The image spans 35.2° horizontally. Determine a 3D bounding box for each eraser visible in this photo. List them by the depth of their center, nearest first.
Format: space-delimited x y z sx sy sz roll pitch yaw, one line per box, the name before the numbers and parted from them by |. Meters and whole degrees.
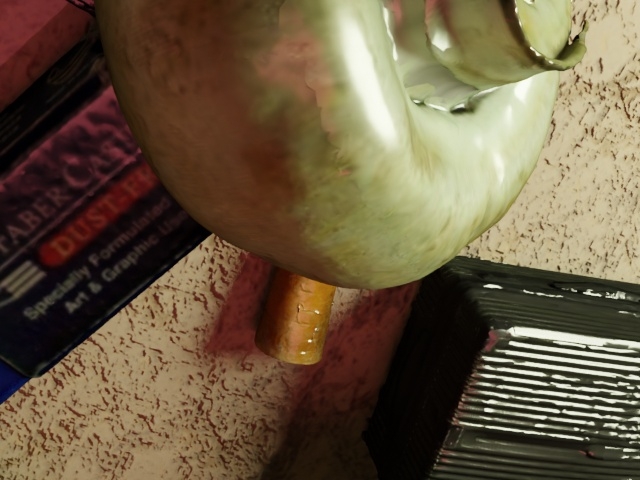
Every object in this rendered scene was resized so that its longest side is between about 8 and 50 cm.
eraser | -0.214 0.001 0.727 0.332 0.101 0.155 -40 123 6

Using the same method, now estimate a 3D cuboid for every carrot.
carrot | 0.000 0.000 0.832 0.061 0.061 0.209 10 108 -22

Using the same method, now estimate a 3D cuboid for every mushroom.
mushroom | 0.026 -0.141 0.614 0.260 0.352 0.352 -7 131 36

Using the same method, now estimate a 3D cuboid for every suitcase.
suitcase | 0.231 0.152 0.926 0.335 0.152 0.229 9 113 -22

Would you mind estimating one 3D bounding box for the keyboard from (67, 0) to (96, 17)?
keyboard | -0.103 -0.252 0.679 0.094 0.025 0.230 27 106 -25
